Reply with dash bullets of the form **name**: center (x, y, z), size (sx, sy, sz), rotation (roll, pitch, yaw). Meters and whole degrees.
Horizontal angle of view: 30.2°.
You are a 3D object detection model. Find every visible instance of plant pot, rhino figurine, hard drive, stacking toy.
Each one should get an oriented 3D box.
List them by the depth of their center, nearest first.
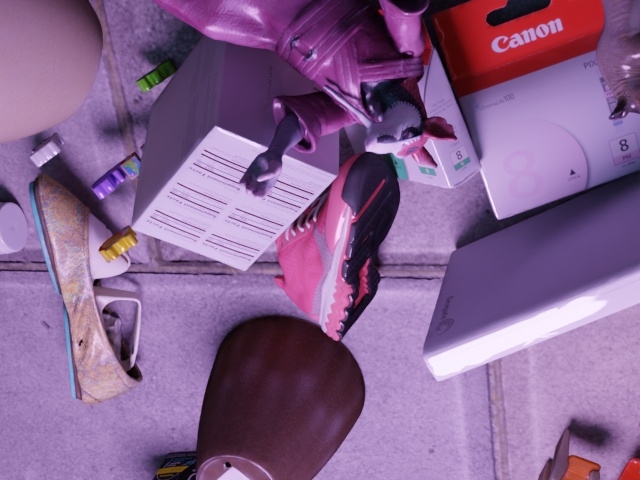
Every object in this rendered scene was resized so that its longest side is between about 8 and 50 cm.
- **rhino figurine**: center (0.336, -0.209, 1.214), size (0.106, 0.073, 0.243), rotation (1, 100, 18)
- **hard drive**: center (0.286, 0.015, 1.289), size (0.353, 0.233, 0.047), rotation (-26, 110, 28)
- **plant pot**: center (-0.364, -0.227, 1.360), size (0.191, 0.284, 0.284), rotation (15, 131, -36)
- **stacking toy**: center (-0.226, -0.099, 1.466), size (0.221, 0.052, 0.167), rotation (-35, 109, 4)
- **plant pot**: center (-0.072, 0.249, 1.535), size (0.216, 0.230, 0.215), rotation (8, 121, 13)

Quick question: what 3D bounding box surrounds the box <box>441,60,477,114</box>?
- **box**: center (0.158, -0.159, 1.337), size (0.062, 0.052, 0.083), rotation (-14, 114, 23)

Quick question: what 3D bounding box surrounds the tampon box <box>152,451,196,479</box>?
- **tampon box**: center (-0.181, 0.389, 1.689), size (0.121, 0.161, 0.101), rotation (-7, 116, 20)

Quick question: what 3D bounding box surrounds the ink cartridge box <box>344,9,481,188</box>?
- **ink cartridge box**: center (0.070, -0.171, 1.297), size (0.181, 0.056, 0.224), rotation (18, 138, 59)

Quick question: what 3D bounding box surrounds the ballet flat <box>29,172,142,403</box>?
- **ballet flat**: center (-0.300, 0.063, 1.580), size (0.123, 0.123, 0.348), rotation (3, 119, 15)

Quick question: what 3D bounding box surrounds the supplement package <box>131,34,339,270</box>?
- **supplement package**: center (-0.091, -0.112, 1.316), size (0.149, 0.194, 0.203), rotation (22, 138, -23)

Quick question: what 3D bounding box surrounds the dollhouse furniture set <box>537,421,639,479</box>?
- **dollhouse furniture set**: center (0.424, 0.301, 1.497), size (0.262, 0.135, 0.259), rotation (20, 134, 6)

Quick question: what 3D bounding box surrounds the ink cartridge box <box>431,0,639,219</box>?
- **ink cartridge box**: center (0.242, -0.159, 1.278), size (0.189, 0.066, 0.232), rotation (-20, 116, 4)

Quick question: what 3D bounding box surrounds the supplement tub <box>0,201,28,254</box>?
- **supplement tub**: center (-0.458, -0.012, 1.599), size (0.107, 0.071, 0.071), rotation (-8, 116, 20)

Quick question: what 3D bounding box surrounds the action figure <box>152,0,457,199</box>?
- **action figure**: center (-0.009, -0.209, 1.190), size (0.370, 0.275, 0.248), rotation (46, 112, -4)

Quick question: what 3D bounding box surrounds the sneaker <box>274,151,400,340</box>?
- **sneaker**: center (0.000, 0.001, 1.406), size (0.136, 0.116, 0.313), rotation (30, 145, 14)
